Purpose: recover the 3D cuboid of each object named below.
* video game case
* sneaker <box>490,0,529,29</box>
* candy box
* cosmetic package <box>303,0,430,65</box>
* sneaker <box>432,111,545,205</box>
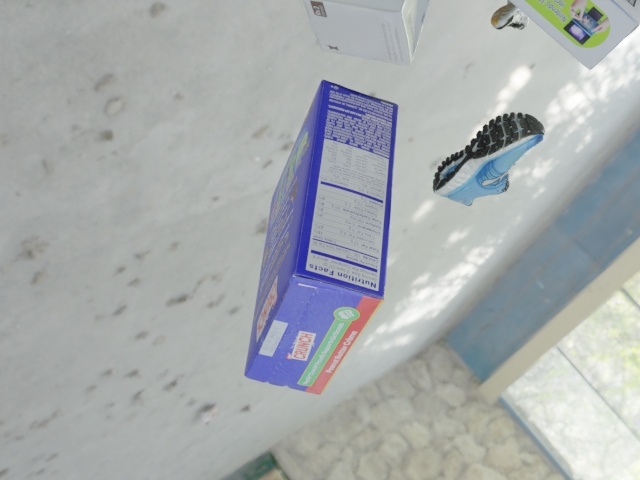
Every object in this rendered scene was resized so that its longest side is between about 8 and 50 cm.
[{"bbox_3d":[0.195,-0.304,0.759,0.061,0.244,0.269,-46,-174,43],"label":"video game case"},{"bbox_3d":[0.223,-0.254,0.950,0.032,0.037,0.083,-3,-148,43],"label":"sneaker"},{"bbox_3d":[0.000,0.000,1.104,0.268,0.122,0.317,118,-16,-52],"label":"candy box"},{"bbox_3d":[0.080,-0.385,1.245,0.151,0.151,0.184,55,49,-69],"label":"cosmetic package"},{"bbox_3d":[0.215,-0.096,1.030,0.162,0.073,0.063,-36,-148,42],"label":"sneaker"}]
